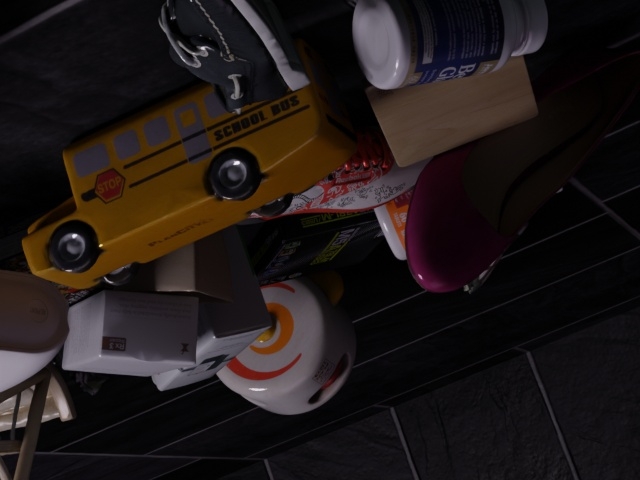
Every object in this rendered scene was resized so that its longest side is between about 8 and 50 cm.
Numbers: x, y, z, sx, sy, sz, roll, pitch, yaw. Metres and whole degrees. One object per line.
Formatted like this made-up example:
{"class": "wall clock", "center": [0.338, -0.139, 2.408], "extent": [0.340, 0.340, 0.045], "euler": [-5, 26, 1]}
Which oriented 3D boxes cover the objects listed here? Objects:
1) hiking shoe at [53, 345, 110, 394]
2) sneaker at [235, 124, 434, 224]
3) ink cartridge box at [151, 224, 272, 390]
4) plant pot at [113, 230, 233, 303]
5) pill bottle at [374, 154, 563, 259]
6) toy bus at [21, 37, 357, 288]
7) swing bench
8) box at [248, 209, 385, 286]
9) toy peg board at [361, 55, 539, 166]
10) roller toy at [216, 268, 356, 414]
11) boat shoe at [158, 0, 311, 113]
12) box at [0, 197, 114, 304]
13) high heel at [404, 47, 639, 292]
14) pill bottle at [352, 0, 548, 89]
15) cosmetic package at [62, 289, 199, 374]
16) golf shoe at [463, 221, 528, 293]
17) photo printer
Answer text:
{"class": "hiking shoe", "center": [-0.316, 0.121, 1.999], "extent": [0.114, 0.086, 0.227], "euler": [-43, 158, -10]}
{"class": "sneaker", "center": [0.015, -0.088, 1.640], "extent": [0.270, 0.090, 0.145], "euler": [-12, 165, -14]}
{"class": "ink cartridge box", "center": [-0.159, 0.084, 1.895], "extent": [0.087, 0.153, 0.208], "euler": [-11, 163, -32]}
{"class": "plant pot", "center": [-0.167, 0.019, 1.737], "extent": [0.109, 0.096, 0.109], "euler": [0, 171, 20]}
{"class": "pill bottle", "center": [0.177, -0.068, 1.838], "extent": [0.221, 0.121, 0.121], "euler": [-21, 164, 8]}
{"class": "toy bus", "center": [-0.135, -0.066, 1.464], "extent": [0.333, 0.130, 0.108], "euler": [-23, 164, 14]}
{"class": "swing bench", "center": [-0.487, 0.244, 1.909], "extent": [0.253, 0.165, 0.254], "euler": [-14, -157, 15]}
{"class": "box", "center": [0.000, 0.000, 1.997], "extent": [0.184, 0.045, 0.190], "euler": [-11, 163, -24]}
{"class": "toy peg board", "center": [0.129, -0.173, 1.555], "extent": [0.161, 0.079, 0.160], "euler": [-21, 148, 6]}
{"class": "roller toy", "center": [-0.055, 0.142, 2.115], "extent": [0.209, 0.191, 0.146], "euler": [-13, 157, 17]}
{"class": "boat shoe", "center": [-0.081, -0.168, 1.223], "extent": [0.091, 0.114, 0.302], "euler": [-27, 163, 5]}
{"class": "box", "center": [-0.311, 0.025, 1.716], "extent": [0.159, 0.044, 0.233], "euler": [-22, 164, 8]}
{"class": "high heel", "center": [0.224, -0.090, 1.605], "extent": [0.181, 0.127, 0.377], "euler": [-26, -157, 45]}
{"class": "pill bottle", "center": [0.124, -0.198, 1.393], "extent": [0.169, 0.094, 0.094], "euler": [-12, 162, -24]}
{"class": "cosmetic package", "center": [-0.229, 0.112, 1.774], "extent": [0.117, 0.085, 0.231], "euler": [6, 168, -21]}
{"class": "golf shoe", "center": [0.246, -0.003, 2.178], "extent": [0.120, 0.105, 0.273], "euler": [-24, 165, -9]}
{"class": "photo printer", "center": [-0.439, 0.100, 1.586], "extent": [0.308, 0.107, 0.256], "euler": [11, 155, -38]}
